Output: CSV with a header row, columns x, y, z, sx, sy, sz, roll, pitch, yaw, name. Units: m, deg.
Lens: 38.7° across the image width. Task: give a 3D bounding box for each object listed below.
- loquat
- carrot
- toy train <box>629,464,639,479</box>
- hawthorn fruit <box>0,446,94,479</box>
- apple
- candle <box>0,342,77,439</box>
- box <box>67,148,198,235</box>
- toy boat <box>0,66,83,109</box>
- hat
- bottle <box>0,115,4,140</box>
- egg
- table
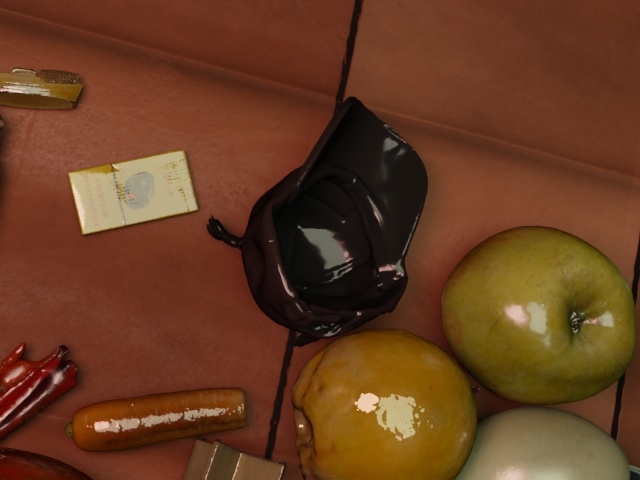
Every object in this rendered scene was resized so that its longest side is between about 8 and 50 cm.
x,y,z,sx,sy,sz,roll,pitch,yaw,name
0.084,0.219,1.147,0.244,0.244,0.243,1,84,-13,loquat
-0.209,0.226,1.161,0.225,0.067,0.067,-6,86,-16,carrot
0.526,0.468,1.295,0.086,0.088,0.407,-44,95,-17,toy train
-0.363,0.368,0.990,0.316,0.316,0.316,1,84,-13,hawthorn fruit
0.294,0.101,1.226,0.261,0.194,0.260,3,82,-20,apple
-0.426,0.234,1.113,0.302,0.059,0.084,-42,85,-13,candle
-0.247,-0.064,1.205,0.155,0.023,0.087,-13,85,-14,box
-0.383,-0.200,1.176,0.149,0.047,0.049,4,70,-15,toy boat
-0.008,-0.014,1.205,0.238,0.209,0.336,36,58,-28,hat
-0.454,-0.070,1.123,0.110,0.097,0.209,5,79,25,bottle
0.280,0.313,1.201,0.253,0.186,0.186,-6,85,2,egg
-0.134,0.367,1.125,0.167,0.167,0.226,22,72,-10,table
